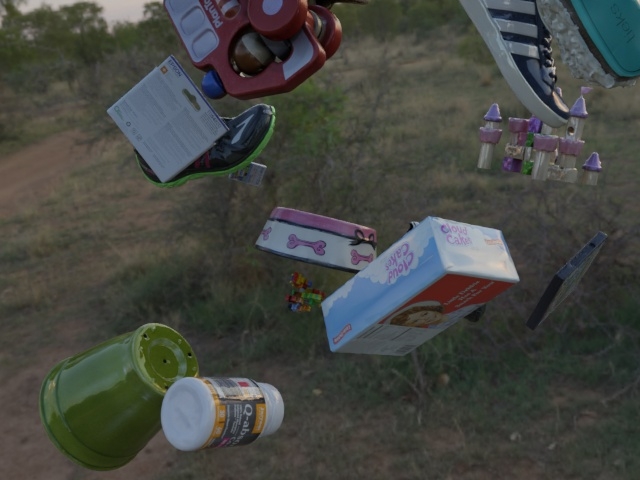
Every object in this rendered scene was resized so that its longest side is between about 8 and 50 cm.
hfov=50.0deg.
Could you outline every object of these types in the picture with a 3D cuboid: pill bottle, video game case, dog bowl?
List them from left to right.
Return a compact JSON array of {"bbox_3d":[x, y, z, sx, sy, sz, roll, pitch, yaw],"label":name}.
[{"bbox_3d":[-0.221,0.401,1.608,0.162,0.162,0.278,3,-7,37],"label":"pill bottle"},{"bbox_3d":[-0.275,-0.257,2.586,0.122,0.087,0.011,14,29,-18],"label":"video game case"},{"bbox_3d":[0.000,0.000,2.206,0.407,0.150,0.408,13,1,0],"label":"dog bowl"},{"bbox_3d":[0.750,0.127,2.098,0.248,0.275,0.035,-35,62,-29],"label":"video game case"}]

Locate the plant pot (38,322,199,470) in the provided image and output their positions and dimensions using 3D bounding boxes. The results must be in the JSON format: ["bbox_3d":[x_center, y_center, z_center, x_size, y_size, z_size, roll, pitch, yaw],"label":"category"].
[{"bbox_3d":[-0.550,0.421,1.982,0.353,0.366,0.366,-36,3,27],"label":"plant pot"}]

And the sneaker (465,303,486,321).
[{"bbox_3d":[0.425,0.101,1.845,0.130,0.286,0.109,-33,47,-31],"label":"sneaker"}]

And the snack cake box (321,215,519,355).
[{"bbox_3d":[0.138,0.078,1.014,0.152,0.089,0.264,11,-37,-35],"label":"snack cake box"}]

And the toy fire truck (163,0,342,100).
[{"bbox_3d":[-0.127,-0.376,1.194,0.254,0.302,0.169,-33,-16,21],"label":"toy fire truck"}]

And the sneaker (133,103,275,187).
[{"bbox_3d":[-0.362,-0.308,2.117,0.482,0.202,0.185,-20,48,13],"label":"sneaker"}]

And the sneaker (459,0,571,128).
[{"bbox_3d":[0.327,-0.348,1.074,0.148,0.350,0.131,-31,10,24],"label":"sneaker"}]

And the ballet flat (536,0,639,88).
[{"bbox_3d":[0.300,-0.374,0.896,0.147,0.409,0.147,-28,19,11],"label":"ballet flat"}]

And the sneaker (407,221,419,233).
[{"bbox_3d":[0.275,-0.017,2.080,0.037,0.083,0.032,13,-2,-29],"label":"sneaker"}]

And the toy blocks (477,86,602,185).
[{"bbox_3d":[0.655,-0.311,1.975,0.308,0.260,0.288,2,12,-30],"label":"toy blocks"}]

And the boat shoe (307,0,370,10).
[{"bbox_3d":[-0.016,-0.493,1.341,0.302,0.098,0.109,12,10,43],"label":"boat shoe"}]

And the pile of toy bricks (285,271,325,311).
[{"bbox_3d":[-0.035,0.182,2.191,0.105,0.118,0.212,8,-21,14],"label":"pile of toy bricks"}]

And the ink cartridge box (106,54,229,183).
[{"bbox_3d":[-0.358,-0.288,1.637,0.224,0.223,0.045,-34,8,19],"label":"ink cartridge box"}]
